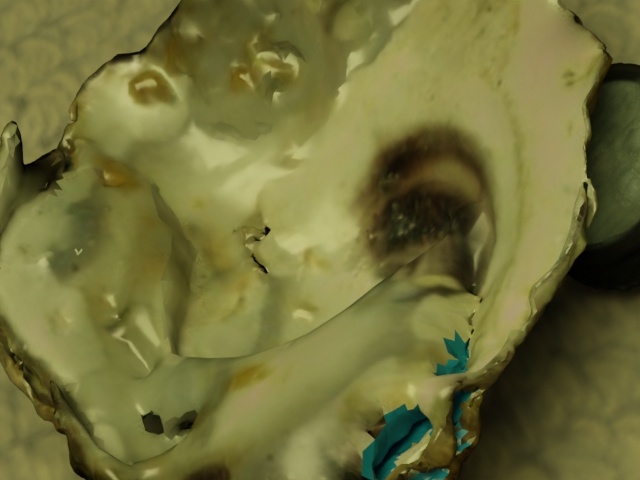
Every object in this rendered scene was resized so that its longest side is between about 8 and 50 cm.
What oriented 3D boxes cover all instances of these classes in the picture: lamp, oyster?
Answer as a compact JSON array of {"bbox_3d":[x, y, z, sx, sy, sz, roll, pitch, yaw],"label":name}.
[{"bbox_3d":[0.202,0.066,0.532,0.371,0.108,0.130,25,90,44],"label":"lamp"},{"bbox_3d":[0.000,0.000,0.611,0.223,0.083,0.214,-31,57,5],"label":"oyster"}]
